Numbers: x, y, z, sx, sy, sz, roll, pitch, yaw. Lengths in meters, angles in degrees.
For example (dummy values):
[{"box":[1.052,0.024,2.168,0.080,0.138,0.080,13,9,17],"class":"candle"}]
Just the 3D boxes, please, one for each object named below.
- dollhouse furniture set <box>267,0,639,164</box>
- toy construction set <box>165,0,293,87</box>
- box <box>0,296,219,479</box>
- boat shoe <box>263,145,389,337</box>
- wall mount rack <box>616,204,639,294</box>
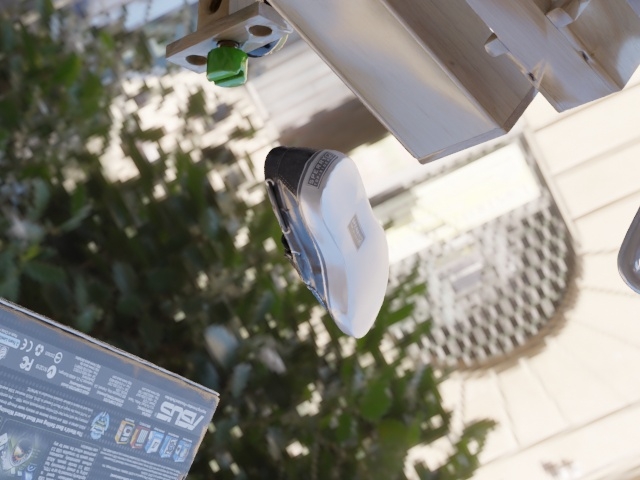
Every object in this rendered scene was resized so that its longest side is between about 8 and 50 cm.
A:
[{"box":[0.142,-0.246,0.970,0.355,0.174,0.303,-52,-163,-25],"class":"dollhouse furniture set"},{"box":[-0.150,-0.253,1.195,0.308,0.237,0.257,-3,168,19],"class":"toy construction set"},{"box":[-0.173,0.136,0.675,0.060,0.270,0.216,20,-97,28],"class":"box"},{"box":[0.000,0.000,1.186,0.076,0.228,0.080,19,-115,25],"class":"boat shoe"},{"box":[0.336,0.024,0.784,0.350,0.304,0.130,-35,150,-59],"class":"wall mount rack"}]
